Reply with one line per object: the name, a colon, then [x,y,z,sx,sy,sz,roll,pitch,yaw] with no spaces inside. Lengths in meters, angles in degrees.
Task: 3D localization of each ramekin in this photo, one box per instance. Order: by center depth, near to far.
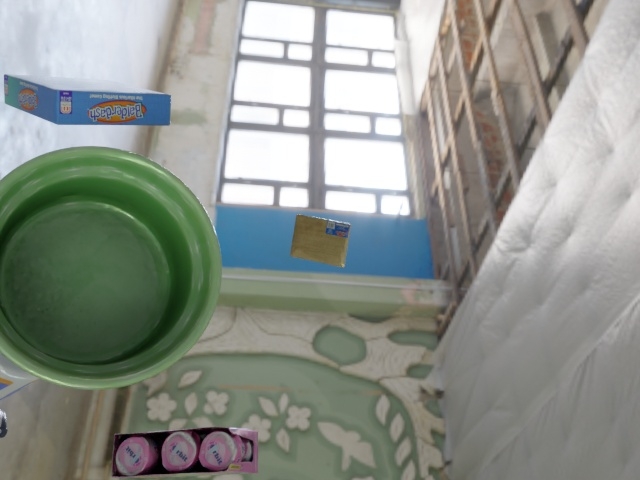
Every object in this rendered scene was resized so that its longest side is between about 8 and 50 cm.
ramekin: [-0.296,0.043,0.882,0.148,0.303,0.303,-28,-124,60]

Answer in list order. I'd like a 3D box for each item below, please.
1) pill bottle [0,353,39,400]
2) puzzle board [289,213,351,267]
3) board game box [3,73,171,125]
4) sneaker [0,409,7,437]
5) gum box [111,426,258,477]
pill bottle: [-0.536,0.185,1.056,0.152,0.272,0.152,38,38,-37]
puzzle board: [0.000,0.000,1.477,0.011,0.128,0.096,-8,109,-72]
board game box: [-0.334,-0.200,0.958,0.210,0.160,0.047,24,-67,46]
sneaker: [-0.657,0.342,1.171,0.153,0.099,0.282,53,14,-12]
gum box: [-0.186,0.305,0.966,0.107,0.188,0.062,47,37,-65]
